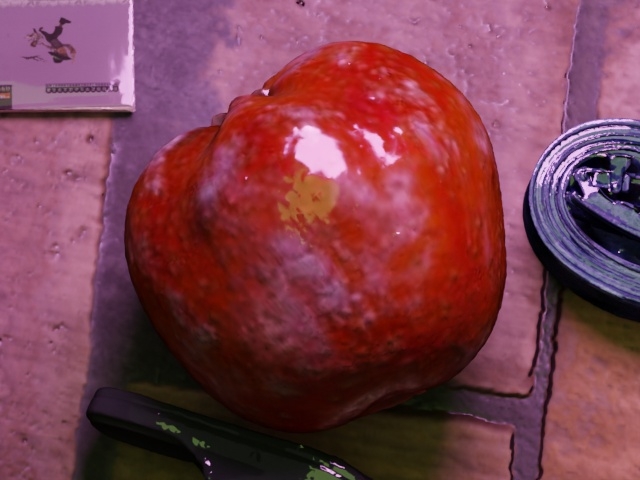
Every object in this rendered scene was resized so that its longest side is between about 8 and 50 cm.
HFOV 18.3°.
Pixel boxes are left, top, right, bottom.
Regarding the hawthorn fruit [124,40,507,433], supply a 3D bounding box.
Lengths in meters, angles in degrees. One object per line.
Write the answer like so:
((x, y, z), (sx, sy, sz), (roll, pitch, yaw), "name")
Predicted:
((0.000, 0.000, 1.460), (0.284, 0.284, 0.284), (1, 75, -3), "hawthorn fruit")

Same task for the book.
((-0.214, -0.189, 1.613), (0.127, 0.014, 0.181), (-1, 75, -3), "book")

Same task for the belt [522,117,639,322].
((0.253, -0.014, 1.554), (0.190, 0.082, 0.141), (29, 81, 6), "belt")

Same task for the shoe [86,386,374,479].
((-0.069, 0.186, 1.479), (0.241, 0.108, 0.093), (18, 77, 9), "shoe")
